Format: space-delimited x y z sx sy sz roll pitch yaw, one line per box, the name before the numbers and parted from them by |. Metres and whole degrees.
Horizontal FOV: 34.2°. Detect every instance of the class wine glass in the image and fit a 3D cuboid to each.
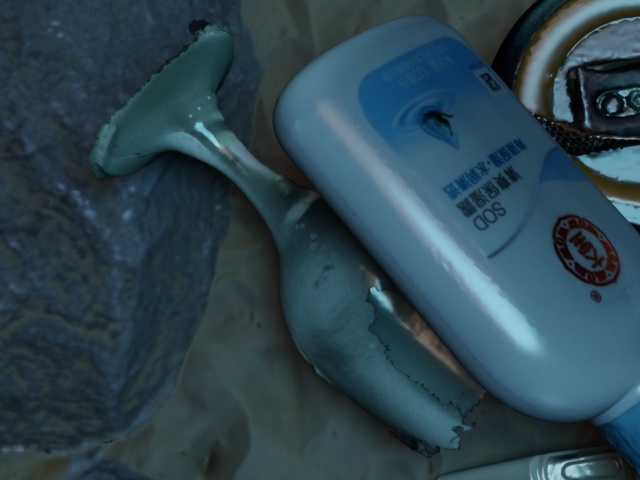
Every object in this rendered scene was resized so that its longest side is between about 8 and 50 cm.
wine glass | 0.000 0.000 0.699 0.321 0.143 0.143 40 80 9

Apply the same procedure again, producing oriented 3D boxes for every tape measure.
tape measure | 0.220 -0.087 0.712 0.223 0.135 0.202 -10 84 5

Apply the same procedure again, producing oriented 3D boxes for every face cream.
face cream | 0.122 0.018 0.603 0.163 0.080 0.336 -31 77 -41

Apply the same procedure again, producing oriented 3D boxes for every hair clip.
hair clip | 0.188 0.150 0.686 0.226 0.072 0.034 -7 73 1
